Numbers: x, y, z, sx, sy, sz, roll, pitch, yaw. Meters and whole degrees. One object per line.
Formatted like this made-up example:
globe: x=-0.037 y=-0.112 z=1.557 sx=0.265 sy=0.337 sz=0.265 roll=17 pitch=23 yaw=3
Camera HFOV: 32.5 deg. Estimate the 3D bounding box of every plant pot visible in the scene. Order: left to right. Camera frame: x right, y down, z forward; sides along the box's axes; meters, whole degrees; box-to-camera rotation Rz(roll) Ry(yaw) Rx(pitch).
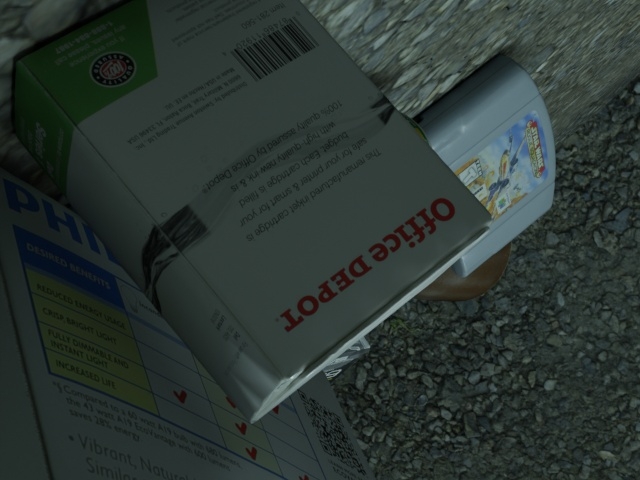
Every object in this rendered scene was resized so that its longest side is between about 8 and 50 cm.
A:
plant pot: x=0.137 y=0.000 z=1.663 sx=0.230 sy=0.215 sz=0.215 roll=-8 pitch=149 yaw=-49

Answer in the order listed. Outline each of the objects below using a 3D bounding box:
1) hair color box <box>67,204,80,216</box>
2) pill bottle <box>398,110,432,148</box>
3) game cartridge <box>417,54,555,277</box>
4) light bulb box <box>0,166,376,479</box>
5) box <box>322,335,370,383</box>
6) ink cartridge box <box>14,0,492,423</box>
hair color box: x=-0.240 y=0.122 z=0.905 sx=0.374 sy=0.114 sz=0.185 roll=-43 pitch=170 yaw=16
pill bottle: x=0.028 y=-0.069 z=1.050 sx=0.117 sy=0.118 sz=0.208 roll=-43 pitch=170 yaw=20
game cartridge: x=0.232 y=-0.100 z=1.499 sx=0.198 sy=0.062 sz=0.297 roll=-35 pitch=139 yaw=-10
light bulb box: x=-0.111 y=0.207 z=0.639 sx=0.225 sy=0.361 sz=0.358 roll=-41 pitch=135 yaw=12
box: x=-0.107 y=0.218 z=1.746 sx=0.307 sy=0.077 sz=0.242 roll=-7 pitch=153 yaw=-39
ink cartridge box: x=-0.039 y=-0.034 z=0.611 sx=0.160 sy=0.219 sz=0.092 roll=-35 pitch=170 yaw=-27
